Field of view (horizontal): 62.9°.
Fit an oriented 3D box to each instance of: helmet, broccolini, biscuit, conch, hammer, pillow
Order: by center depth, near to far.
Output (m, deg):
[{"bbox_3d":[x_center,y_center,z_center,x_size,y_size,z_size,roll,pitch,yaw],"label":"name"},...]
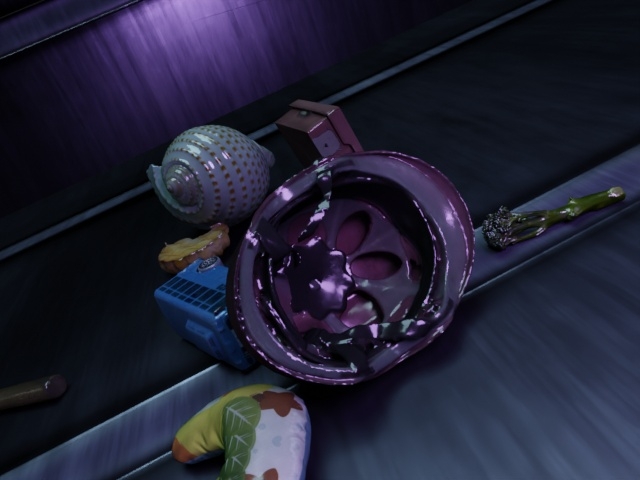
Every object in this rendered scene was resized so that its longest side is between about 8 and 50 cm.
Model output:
[{"bbox_3d":[-0.105,0.261,0.583,0.214,0.086,0.233,-24,27,23],"label":"pillow"},{"bbox_3d":[0.025,0.044,0.701,0.338,0.271,0.197,-37,0,-27],"label":"helmet"},{"bbox_3d":[0.350,-0.047,0.797,0.216,0.067,0.058,-22,65,2],"label":"broccolini"},{"bbox_3d":[-0.659,0.305,0.972,0.439,0.044,0.168,-16,27,16],"label":"hammer"},{"bbox_3d":[-0.284,0.032,1.159,0.183,0.061,0.118,-16,29,19],"label":"biscuit"},{"bbox_3d":[-0.240,-0.130,1.246,0.319,0.215,0.303,3,-23,-46],"label":"conch"}]

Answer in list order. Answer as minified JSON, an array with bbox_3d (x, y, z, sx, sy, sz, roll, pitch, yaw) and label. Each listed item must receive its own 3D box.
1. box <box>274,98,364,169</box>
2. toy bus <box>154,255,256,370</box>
[{"bbox_3d":[0.012,-0.202,1.182,0.086,0.215,0.215,-40,30,-9],"label":"box"},{"bbox_3d":[-0.160,0.115,0.847,0.133,0.116,0.234,-37,28,-30],"label":"toy bus"}]
